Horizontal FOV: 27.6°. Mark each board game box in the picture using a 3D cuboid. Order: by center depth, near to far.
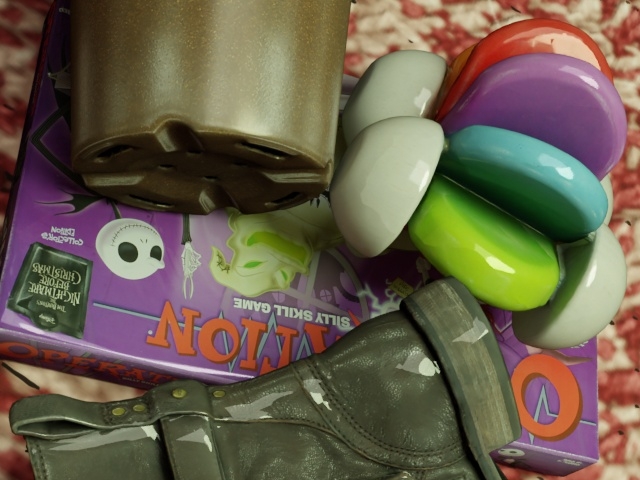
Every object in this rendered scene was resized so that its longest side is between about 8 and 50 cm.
[{"bbox_3d":[0.000,0.000,0.736,0.347,0.056,0.208,14,66,-20],"label":"board game box"}]

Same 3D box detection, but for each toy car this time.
[{"bbox_3d":[0.100,-0.045,0.678,0.159,0.136,0.182,30,31,-12],"label":"toy car"}]

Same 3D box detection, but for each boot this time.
[{"bbox_3d":[-0.011,0.148,0.626,0.229,0.091,0.263,-22,115,-9],"label":"boot"}]

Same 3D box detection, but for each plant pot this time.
[{"bbox_3d":[-0.056,-0.107,0.644,0.167,0.167,0.165,9,73,-22],"label":"plant pot"}]
